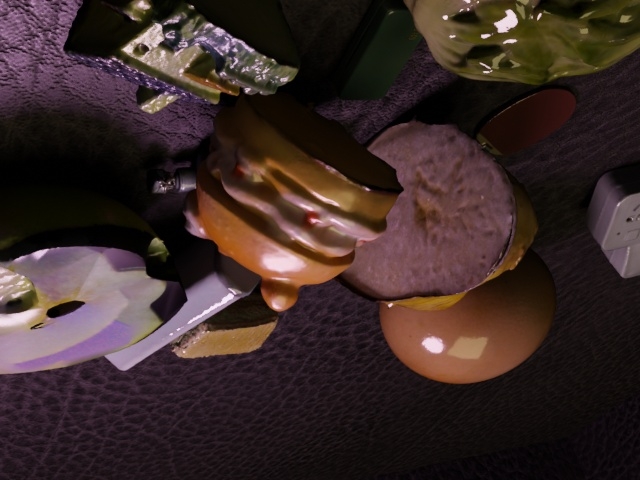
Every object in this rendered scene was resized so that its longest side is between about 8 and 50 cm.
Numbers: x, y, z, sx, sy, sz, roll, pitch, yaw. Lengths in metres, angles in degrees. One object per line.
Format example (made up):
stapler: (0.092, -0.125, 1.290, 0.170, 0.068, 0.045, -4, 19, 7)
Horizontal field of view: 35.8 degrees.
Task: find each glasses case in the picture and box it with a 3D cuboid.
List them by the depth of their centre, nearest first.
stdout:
glasses case: (0.083, -0.261, 1.344, 0.078, 0.039, 0.184, -5, 151, -26)

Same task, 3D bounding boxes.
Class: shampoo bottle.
shampoo bottle: (-0.110, -0.100, 1.506, 0.310, 0.071, 0.098, -5, 154, -22)

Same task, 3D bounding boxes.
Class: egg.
egg: (0.290, 0.126, 1.944, 0.374, 0.301, 0.301, -4, 151, -36)

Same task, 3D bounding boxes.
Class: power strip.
power strip: (0.656, -0.060, 2.055, 0.230, 0.141, 0.261, -13, 139, -14)

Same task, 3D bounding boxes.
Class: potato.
potato: (0.213, -0.029, 1.621, 0.397, 0.289, 0.296, -17, 163, 38)

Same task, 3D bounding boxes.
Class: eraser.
eraser: (-0.231, 0.084, 1.663, 0.290, 0.189, 0.104, -33, 117, 27)

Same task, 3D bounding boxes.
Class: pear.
pear: (-0.408, 0.038, 1.465, 0.399, 0.165, 0.398, -15, 154, -8)

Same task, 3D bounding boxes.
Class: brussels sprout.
brussels sprout: (0.250, -0.306, 1.145, 0.328, 0.247, 0.328, -18, 157, -8)

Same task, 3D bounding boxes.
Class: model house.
model house: (-0.168, -0.219, 1.119, 0.211, 0.170, 0.194, -32, 153, 27)

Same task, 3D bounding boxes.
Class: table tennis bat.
table tennis bat: (0.307, -0.176, 1.683, 0.274, 0.021, 0.154, -31, 150, 21)

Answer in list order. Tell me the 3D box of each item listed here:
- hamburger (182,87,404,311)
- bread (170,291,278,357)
hamburger: (-0.050, -0.056, 1.350, 0.276, 0.276, 0.236, 12, 118, -46)
bread: (-0.191, 0.159, 1.922, 0.196, 0.102, 0.138, 0, 151, -39)
